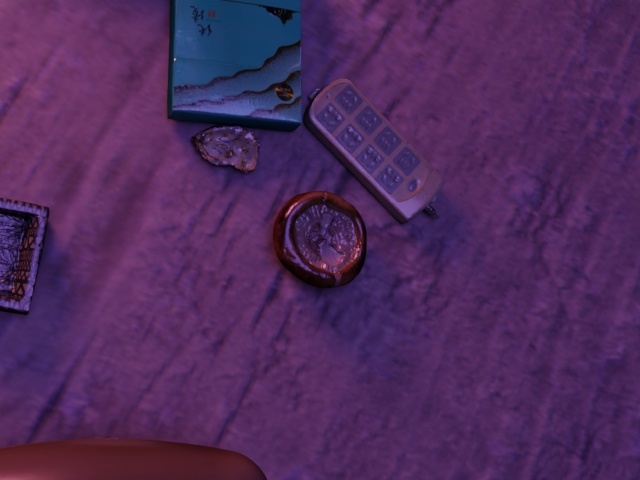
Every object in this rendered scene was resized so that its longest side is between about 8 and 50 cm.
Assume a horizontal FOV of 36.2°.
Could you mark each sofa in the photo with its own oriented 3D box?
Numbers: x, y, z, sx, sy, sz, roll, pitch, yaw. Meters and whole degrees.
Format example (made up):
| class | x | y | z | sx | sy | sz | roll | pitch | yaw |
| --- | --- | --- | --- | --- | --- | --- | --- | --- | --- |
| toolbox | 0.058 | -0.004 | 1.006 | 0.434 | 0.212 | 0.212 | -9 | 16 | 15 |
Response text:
| class | x | y | z | sx | sy | sz | roll | pitch | yaw |
| --- | --- | --- | --- | --- | --- | --- | --- | --- | --- |
| sofa | -0.332 | 0.017 | 1.056 | 0.060 | 0.039 | 0.118 | 12 | 76 | -17 |

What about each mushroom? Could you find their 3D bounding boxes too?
| class | x | y | z | sx | sy | sz | roll | pitch | yaw |
| --- | --- | --- | --- | --- | --- | --- | --- | --- | --- |
| mushroom | 0.000 | 0.000 | 1.171 | 0.123 | 0.052 | 0.123 | 5 | 80 | -26 |

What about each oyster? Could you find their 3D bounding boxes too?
| class | x | y | z | sx | sy | sz | roll | pitch | yaw |
| --- | --- | --- | --- | --- | --- | --- | --- | --- | --- |
| oyster | -0.114 | -0.112 | 1.170 | 0.083 | 0.019 | 0.054 | 12 | 77 | -19 |

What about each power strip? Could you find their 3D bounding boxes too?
| class | x | y | z | sx | sy | sz | roll | pitch | yaw |
| --- | --- | --- | --- | --- | --- | --- | --- | --- | --- |
| power strip | 0.072 | -0.108 | 1.229 | 0.227 | 0.029 | 0.080 | 45 | 69 | -7 |

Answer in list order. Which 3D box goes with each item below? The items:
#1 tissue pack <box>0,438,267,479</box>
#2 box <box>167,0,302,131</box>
| class | x | y | z | sx | sy | sz | roll | pitch | yaw |
| --- | --- | --- | --- | --- | --- | --- | --- | --- | --- |
| tissue pack | -0.226 | 0.321 | 0.911 | 0.387 | 0.277 | 0.268 | 2 | 76 | -20 |
| box | -0.102 | -0.251 | 1.189 | 0.160 | 0.042 | 0.226 | 4 | 78 | -18 |
